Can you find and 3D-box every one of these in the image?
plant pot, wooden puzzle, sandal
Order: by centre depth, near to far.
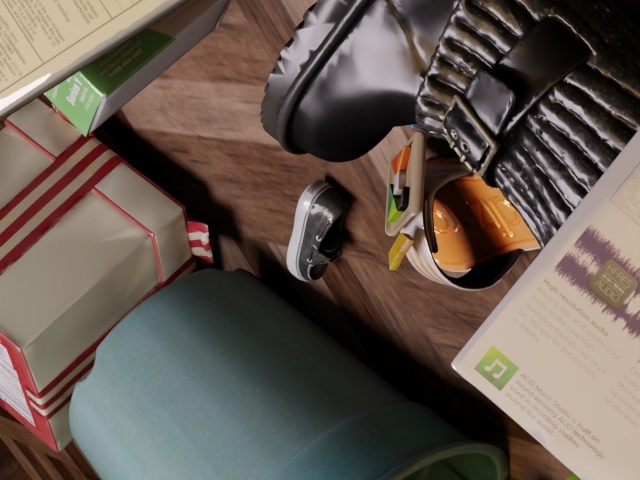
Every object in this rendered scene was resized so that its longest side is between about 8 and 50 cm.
[{"bbox_3d":[0.114,-0.011,1.317,0.102,0.076,0.265,53,157,-9],"label":"sandal"},{"bbox_3d":[0.063,-0.042,1.329,0.014,0.116,0.078,8,158,-14],"label":"wooden puzzle"},{"bbox_3d":[-0.052,0.220,1.695,0.334,0.341,0.341,44,158,28],"label":"plant pot"}]

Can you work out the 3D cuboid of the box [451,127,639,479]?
[{"bbox_3d":[0.253,0.030,0.960,0.232,0.058,0.322,42,121,10],"label":"box"}]

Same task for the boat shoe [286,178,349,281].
[{"bbox_3d":[0.000,0.000,1.567,0.040,0.049,0.142,38,153,19],"label":"boat shoe"}]

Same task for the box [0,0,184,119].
[{"bbox_3d":[-0.173,-0.206,1.236,0.311,0.121,0.148,-26,99,30],"label":"box"}]

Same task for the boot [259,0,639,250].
[{"bbox_3d":[0.105,-0.079,1.160,0.260,0.131,0.348,45,156,5],"label":"boot"}]

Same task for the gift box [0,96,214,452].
[{"bbox_3d":[-0.263,0.022,1.779,0.255,0.258,0.276,38,154,19],"label":"gift box"}]

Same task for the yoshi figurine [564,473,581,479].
[{"bbox_3d":[0.308,0.275,1.311,0.203,0.203,0.362,50,160,-23],"label":"yoshi figurine"}]

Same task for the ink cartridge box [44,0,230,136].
[{"bbox_3d":[-0.206,-0.223,1.419,0.219,0.160,0.092,45,156,2],"label":"ink cartridge box"}]

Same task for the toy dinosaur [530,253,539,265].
[{"bbox_3d":[0.206,0.036,1.315,0.082,0.047,0.090,40,-170,-5],"label":"toy dinosaur"}]
